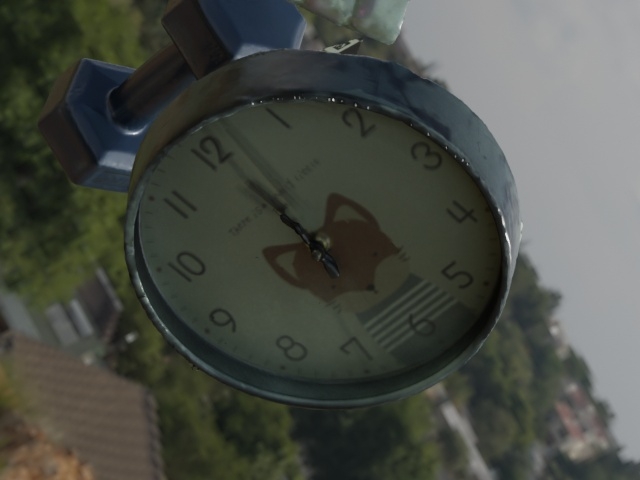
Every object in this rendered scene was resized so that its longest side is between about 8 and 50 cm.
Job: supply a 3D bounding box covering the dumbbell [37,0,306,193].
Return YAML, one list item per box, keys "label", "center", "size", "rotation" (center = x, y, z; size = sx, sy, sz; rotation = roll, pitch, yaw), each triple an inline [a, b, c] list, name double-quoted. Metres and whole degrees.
- label: "dumbbell"
  center: [-0.164, -0.176, 1.854]
  size: [0.144, 0.325, 0.160]
  rotation: [39, 44, -22]

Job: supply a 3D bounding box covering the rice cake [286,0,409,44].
- label: "rice cake"
  center: [0.000, -0.253, 1.126]
  size: [0.189, 0.198, 0.037]
  rotation: [21, 12, -11]

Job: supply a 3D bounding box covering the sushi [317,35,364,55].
- label: "sushi"
  center: [-0.021, -0.126, 1.508]
  size: [0.126, 0.120, 0.026]
  rotation: [121, -53, -68]

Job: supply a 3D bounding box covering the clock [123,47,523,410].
- label: "clock"
  center: [0.000, 0.000, 1.384]
  size: [0.325, 0.325, 0.067]
  rotation: [59, 23, -28]
